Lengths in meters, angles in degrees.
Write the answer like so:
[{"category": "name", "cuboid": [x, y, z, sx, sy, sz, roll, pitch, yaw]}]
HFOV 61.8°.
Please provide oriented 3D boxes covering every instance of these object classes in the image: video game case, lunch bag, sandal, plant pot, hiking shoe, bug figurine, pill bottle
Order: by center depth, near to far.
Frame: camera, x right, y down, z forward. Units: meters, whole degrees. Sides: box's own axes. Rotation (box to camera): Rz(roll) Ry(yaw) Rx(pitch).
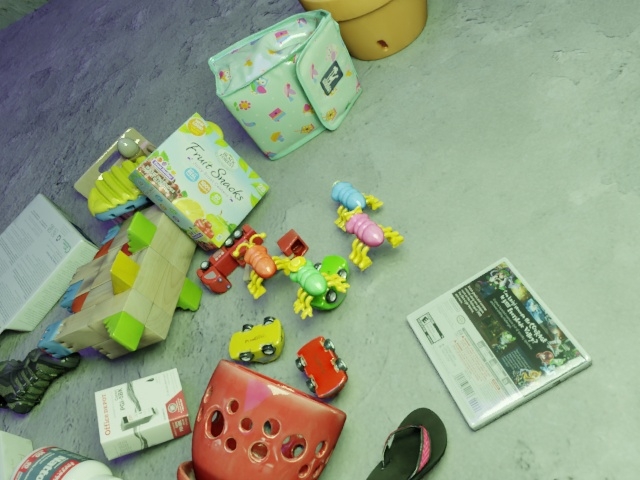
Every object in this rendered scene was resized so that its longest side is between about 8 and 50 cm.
[{"category": "sandal", "cuboid": [0.104, 0.262, 0.654, 0.067, 0.040, 0.179, 8, 28, 34]}, {"category": "plant pot", "cuboid": [-0.082, 0.273, 0.714, 0.191, 0.191, 0.174, 14, 75, 36]}, {"category": "video game case", "cuboid": [0.235, 0.135, 0.737, 0.173, 0.022, 0.190, -33, 47, 6]}, {"category": "pill bottle", "cuboid": [-0.397, 0.400, 0.853, 0.180, 0.108, 0.107, 0, 58, 30]}, {"category": "bug figurine", "cuboid": [0.000, 0.000, 0.873, 0.279, 0.072, 0.216, -37, 37, -12]}, {"category": "hiking shoe", "cuboid": [-0.565, 0.284, 1.065, 0.227, 0.086, 0.114, -21, 63, 23]}, {"category": "lunch bag", "cuboid": [-0.055, -0.321, 1.097, 0.263, 0.223, 0.160, -26, 54, 9]}, {"category": "sandal", "cuboid": [-0.333, -0.121, 1.141, 0.318, 0.138, 0.126, -28, 50, -10]}, {"category": "plant pot", "cuboid": [0.109, -0.540, 1.172, 0.291, 0.203, 0.290, -15, 51, 20]}]

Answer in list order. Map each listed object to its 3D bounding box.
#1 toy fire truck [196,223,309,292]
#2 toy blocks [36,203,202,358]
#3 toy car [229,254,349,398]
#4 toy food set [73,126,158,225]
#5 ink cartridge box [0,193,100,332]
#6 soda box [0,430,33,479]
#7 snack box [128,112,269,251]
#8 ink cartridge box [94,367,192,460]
[{"category": "toy fire truck", "cuboid": [-0.130, 0.038, 0.999, 0.192, 0.047, 0.135, -44, 47, -5]}, {"category": "toy blocks", "cuboid": [-0.388, 0.083, 1.048, 0.261, 0.190, 0.381, -22, 39, 27]}, {"category": "toy car", "cuboid": [-0.012, 0.127, 0.860, 0.239, 0.053, 0.224, 11, 61, 40]}, {"category": "toy food set", "cuboid": [-0.463, -0.154, 1.300, 0.306, 0.092, 0.219, 31, 76, 41]}, {"category": "ink cartridge box", "cuboid": [-0.726, 0.073, 1.307, 0.324, 0.071, 0.330, 32, 80, 40]}, {"category": "soda box", "cuboid": [-0.542, 0.443, 0.928, 0.069, 0.074, 0.216, -40, 47, -1]}, {"category": "snack box", "cuboid": [-0.230, -0.111, 1.036, 0.070, 0.207, 0.174, -15, 32, 55]}, {"category": "ink cartridge box", "cuboid": [-0.289, 0.280, 0.872, 0.135, 0.056, 0.099, -14, 45, -18]}]
